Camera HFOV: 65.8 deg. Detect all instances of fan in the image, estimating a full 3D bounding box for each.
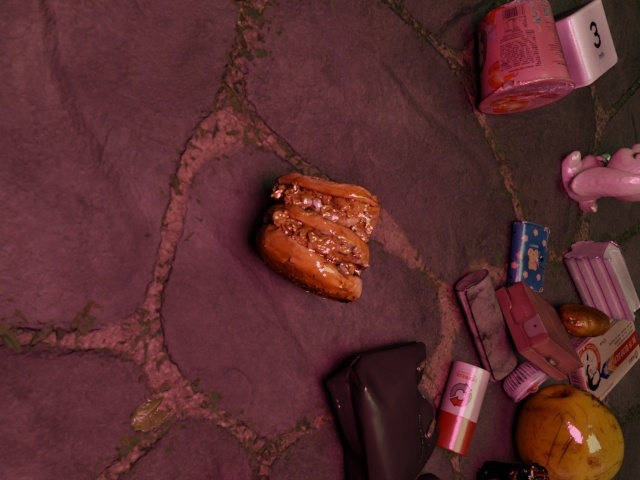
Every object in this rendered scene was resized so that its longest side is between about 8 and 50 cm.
[{"bbox_3d":[0.619,0.392,1.425,0.244,0.074,0.130,-2,131,-43],"label":"fan"}]

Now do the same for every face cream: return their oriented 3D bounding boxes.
[{"bbox_3d":[0.356,0.424,1.258,0.096,0.096,0.214,29,74,-29],"label":"face cream"}]

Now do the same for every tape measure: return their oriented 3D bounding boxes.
[{"bbox_3d":[0.501,0.690,1.285,0.135,0.202,0.223,11,69,-30],"label":"tape measure"}]

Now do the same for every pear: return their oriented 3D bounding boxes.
[{"bbox_3d":[0.672,0.534,1.358,0.283,0.283,0.284,1,89,-33],"label":"pear"}]

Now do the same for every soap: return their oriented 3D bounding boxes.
[{"bbox_3d":[0.903,0.127,1.586,0.094,0.150,0.261,-41,110,-32],"label":"soap"}]

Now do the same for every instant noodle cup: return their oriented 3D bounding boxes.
[{"bbox_3d":[0.526,-0.485,1.316,0.243,0.243,0.231,-5,84,-33],"label":"instant noodle cup"}]

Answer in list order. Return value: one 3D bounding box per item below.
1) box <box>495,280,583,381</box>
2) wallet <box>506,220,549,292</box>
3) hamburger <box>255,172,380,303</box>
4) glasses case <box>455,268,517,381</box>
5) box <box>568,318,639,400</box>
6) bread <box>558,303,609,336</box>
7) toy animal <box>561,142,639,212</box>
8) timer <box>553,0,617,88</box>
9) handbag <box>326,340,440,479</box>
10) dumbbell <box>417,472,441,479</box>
[{"bbox_3d":[0.598,0.244,1.355,0.215,0.086,0.215,35,32,-29],"label":"box"},{"bbox_3d":[0.610,0.048,1.452,0.141,0.059,0.202,12,82,-34],"label":"wallet"},{"bbox_3d":[-0.002,-0.011,0.943,0.245,0.260,0.211,30,77,-36],"label":"hamburger"},{"bbox_3d":[0.452,0.230,1.335,0.114,0.060,0.299,-33,110,-26],"label":"glasses case"},{"bbox_3d":[0.953,0.377,1.664,0.353,0.069,0.214,-26,103,-29],"label":"box"},{"bbox_3d":[0.788,0.246,1.493,0.344,0.124,0.084,8,104,-50],"label":"bread"},{"bbox_3d":[0.935,-0.194,1.545,0.271,0.265,0.206,1,90,-35],"label":"toy animal"},{"bbox_3d":[0.713,-0.555,1.448,0.192,0.194,0.195,-36,108,-28],"label":"timer"},{"bbox_3d":[0.162,0.391,1.114,0.288,0.152,0.342,-18,102,-43],"label":"handbag"},{"bbox_3d":[0.202,0.618,1.154,0.191,0.100,0.100,0,89,-32],"label":"dumbbell"}]
